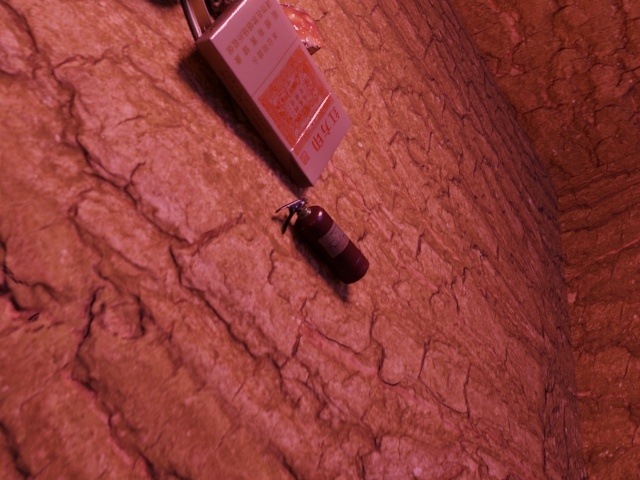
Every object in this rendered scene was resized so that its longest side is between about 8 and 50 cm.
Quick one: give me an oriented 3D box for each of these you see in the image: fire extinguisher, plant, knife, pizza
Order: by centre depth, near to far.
[{"bbox_3d":[-0.214,-0.386,1.293,0.061,0.027,0.342,-13,80,-56],"label":"knife"},{"bbox_3d":[0.000,0.000,1.319,0.231,0.071,0.099,47,62,-28],"label":"fire extinguisher"},{"bbox_3d":[-0.178,-0.522,1.366,0.117,0.122,0.104,21,40,-42],"label":"plant"},{"bbox_3d":[-0.090,-0.439,1.473,0.161,0.085,0.305,40,37,-10],"label":"pizza"}]

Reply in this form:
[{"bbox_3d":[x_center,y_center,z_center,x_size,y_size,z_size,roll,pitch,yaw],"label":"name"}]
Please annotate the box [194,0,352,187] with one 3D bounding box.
[{"bbox_3d":[-0.078,-0.303,1.324,0.365,0.051,0.204,54,51,-34],"label":"box"}]
